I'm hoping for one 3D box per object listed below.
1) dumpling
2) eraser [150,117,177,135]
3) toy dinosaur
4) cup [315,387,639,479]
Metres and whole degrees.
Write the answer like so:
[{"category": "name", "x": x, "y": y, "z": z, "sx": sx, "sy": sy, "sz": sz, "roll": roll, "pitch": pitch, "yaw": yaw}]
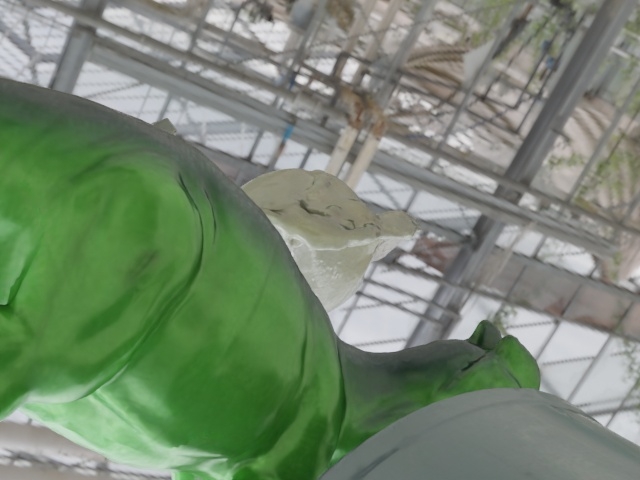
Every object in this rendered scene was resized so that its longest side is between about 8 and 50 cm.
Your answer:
[{"category": "dumpling", "x": 0.000, "y": 0.000, "z": 0.731, "sx": 0.151, "sy": 0.124, "sz": 0.229, "roll": -7, "pitch": 173, "yaw": 22}, {"category": "eraser", "x": -0.154, "y": -0.075, "z": 0.803, "sx": 0.038, "sy": 0.083, "sz": 0.019, "roll": -35, "pitch": -101, "yaw": -30}, {"category": "toy dinosaur", "x": -0.068, "y": -0.044, "z": 0.396, "sx": 0.374, "sy": 0.500, "sz": 0.144, "roll": -15, "pitch": -168, "yaw": -26}, {"category": "cup", "x": 0.110, "y": 0.248, "z": 0.260, "sx": 0.311, "sy": 0.331, "sz": 0.257, "roll": 23, "pitch": 159, "yaw": 53}]
